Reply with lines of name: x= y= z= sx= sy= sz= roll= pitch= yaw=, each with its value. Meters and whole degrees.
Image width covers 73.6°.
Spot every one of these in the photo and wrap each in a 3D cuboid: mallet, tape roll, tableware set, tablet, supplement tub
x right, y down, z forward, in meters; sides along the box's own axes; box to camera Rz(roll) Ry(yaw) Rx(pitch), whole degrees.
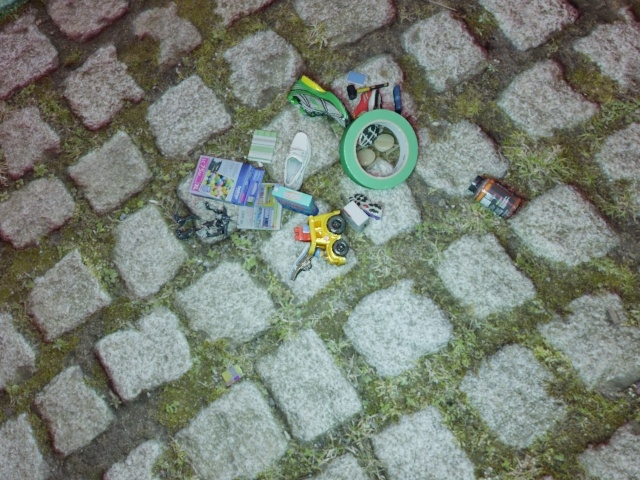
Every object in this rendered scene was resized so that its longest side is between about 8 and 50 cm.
mallet: x=0.214 y=-0.674 z=1.926 sx=0.189 sy=0.039 sz=0.062 roll=-5 pitch=78 yaw=3
tape roll: x=0.241 y=-0.371 z=1.767 sx=0.321 sy=0.077 sz=0.321 roll=-1 pitch=96 yaw=-13
tableware set: x=0.237 y=-0.388 z=1.862 sx=0.194 sy=0.039 sz=0.128 roll=-38 pitch=62 yaw=-6
tablet: x=0.165 y=-0.742 z=1.958 sx=0.083 sy=0.006 sz=0.054 roll=20 pitch=82 yaw=10
supplement tub: x=0.697 y=-0.181 z=1.725 sx=0.198 sy=0.106 sz=0.106 roll=38 pitch=86 yaw=13

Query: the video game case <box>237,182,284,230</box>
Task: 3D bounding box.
video game case: x=-0.263 y=-0.152 z=1.892 sx=0.193 sy=0.023 sz=0.212 roll=3 pitch=78 yaw=9

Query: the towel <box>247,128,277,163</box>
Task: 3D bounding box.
towel: x=-0.262 y=-0.429 z=1.950 sx=0.113 sy=0.023 sz=0.152 roll=11 pitch=78 yaw=7

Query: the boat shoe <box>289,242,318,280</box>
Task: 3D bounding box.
boat shoe: x=-0.067 y=0.095 z=1.794 sx=0.066 sy=0.066 sz=0.183 roll=29 pitch=84 yaw=11

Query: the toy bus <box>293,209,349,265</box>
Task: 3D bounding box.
toy bus: x=0.000 y=0.000 z=1.741 sx=0.211 sy=0.149 sz=0.220 roll=-6 pitch=79 yaw=-8

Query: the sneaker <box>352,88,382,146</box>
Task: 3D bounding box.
sneaker: x=0.193 y=-0.528 z=1.872 sx=0.118 sy=0.107 sz=0.279 roll=2 pitch=68 yaw=35

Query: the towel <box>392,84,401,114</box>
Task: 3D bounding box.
towel: x=0.337 y=-0.616 z=1.879 sx=0.029 sy=0.067 sz=0.119 roll=-4 pitch=79 yaw=5

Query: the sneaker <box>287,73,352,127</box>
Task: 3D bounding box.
sneaker: x=0.001 y=-0.590 z=1.902 sx=0.343 sy=0.134 sz=0.146 roll=39 pitch=93 yaw=22

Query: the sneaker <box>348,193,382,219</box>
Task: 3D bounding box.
sneaker: x=0.186 y=-0.135 z=1.809 sx=0.170 sy=0.071 sz=0.068 roll=36 pitch=64 yaw=28

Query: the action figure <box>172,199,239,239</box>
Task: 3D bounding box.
action figure: x=-0.499 y=-0.079 z=1.850 sx=0.275 sy=0.141 sz=0.164 roll=-10 pitch=76 yaw=10

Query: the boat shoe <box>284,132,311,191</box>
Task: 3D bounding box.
boat shoe: x=-0.103 y=-0.354 z=1.872 sx=0.098 sy=0.096 sz=0.277 roll=7 pitch=80 yaw=10

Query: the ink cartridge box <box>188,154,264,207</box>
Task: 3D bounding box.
ink cartridge box: x=-0.417 y=-0.263 z=1.901 sx=0.311 sy=0.065 sz=0.186 roll=14 pitch=81 yaw=14

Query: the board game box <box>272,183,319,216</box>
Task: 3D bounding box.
board game box: x=-0.099 y=-0.158 z=1.775 sx=0.160 sy=0.210 sz=0.047 roll=19 pitch=82 yaw=12

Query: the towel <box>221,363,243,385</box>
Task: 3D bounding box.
towel: x=-0.365 y=0.556 z=1.773 sx=0.083 sy=0.009 sz=0.060 roll=-34 pitch=76 yaw=-1

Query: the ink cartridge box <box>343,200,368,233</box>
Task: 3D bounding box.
ink cartridge box: x=0.147 y=-0.095 z=1.768 sx=0.056 sy=0.135 sz=0.099 roll=-40 pitch=77 yaw=-4
